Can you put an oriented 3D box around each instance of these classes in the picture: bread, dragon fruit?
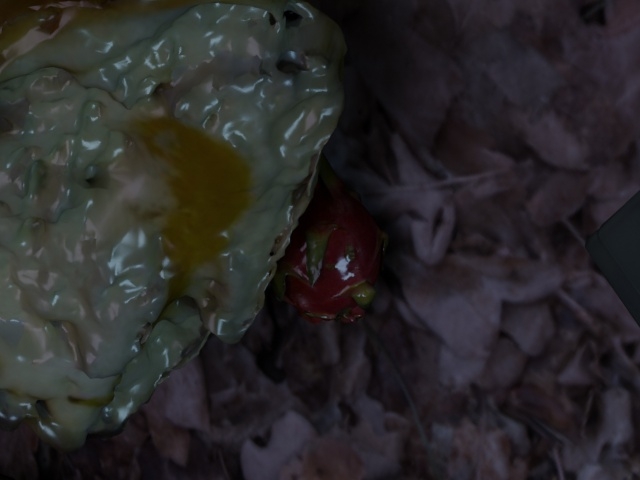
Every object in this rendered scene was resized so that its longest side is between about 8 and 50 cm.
[{"bbox_3d":[-0.202,-0.106,1.116,0.394,0.250,0.361,55,130,40],"label":"bread"},{"bbox_3d":[0.002,-0.002,1.112,0.081,0.086,0.116,165,104,-73],"label":"dragon fruit"}]

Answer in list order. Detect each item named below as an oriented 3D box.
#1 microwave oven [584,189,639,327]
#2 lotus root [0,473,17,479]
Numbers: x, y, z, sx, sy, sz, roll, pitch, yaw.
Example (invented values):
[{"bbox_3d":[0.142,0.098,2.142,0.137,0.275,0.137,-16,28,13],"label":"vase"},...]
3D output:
[{"bbox_3d":[0.316,0.045,0.792,0.295,0.181,0.237,57,144,13],"label":"microwave oven"},{"bbox_3d":[-0.315,0.338,1.401,0.173,0.173,0.309,36,127,27],"label":"lotus root"}]
